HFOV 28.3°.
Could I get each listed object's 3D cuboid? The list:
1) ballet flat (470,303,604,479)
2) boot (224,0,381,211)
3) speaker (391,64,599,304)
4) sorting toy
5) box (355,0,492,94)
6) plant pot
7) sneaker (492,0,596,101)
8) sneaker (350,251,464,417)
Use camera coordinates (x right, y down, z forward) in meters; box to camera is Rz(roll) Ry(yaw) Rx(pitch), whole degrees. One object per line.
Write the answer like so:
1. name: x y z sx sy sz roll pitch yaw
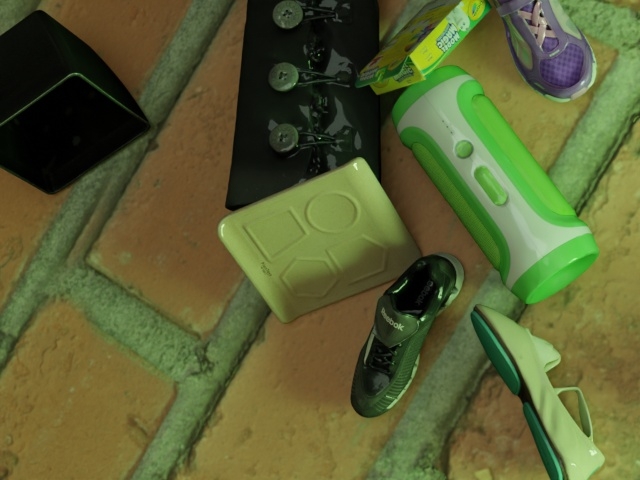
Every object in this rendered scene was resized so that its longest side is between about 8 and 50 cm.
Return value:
1. ballet flat: 0.268 0.178 1.537 0.086 0.086 0.248 -29 75 14
2. boot: -0.091 -0.250 1.701 0.367 0.146 0.445 -3 85 21
3. speaker: 0.211 -0.071 1.560 0.131 0.131 0.296 -38 71 11
4. sorting toy: 0.000 0.000 1.615 0.208 0.193 0.038 -25 36 13
5. box: 0.127 -0.245 1.589 0.179 0.105 0.043 -46 109 -28
6. plant pot: -0.382 -0.205 1.779 0.187 0.188 0.167 -32 60 13
7. sneaker: 0.263 -0.283 1.586 0.095 0.104 0.236 -27 75 13
8. sneaker: 0.094 0.113 1.586 0.078 0.106 0.234 31 93 22
